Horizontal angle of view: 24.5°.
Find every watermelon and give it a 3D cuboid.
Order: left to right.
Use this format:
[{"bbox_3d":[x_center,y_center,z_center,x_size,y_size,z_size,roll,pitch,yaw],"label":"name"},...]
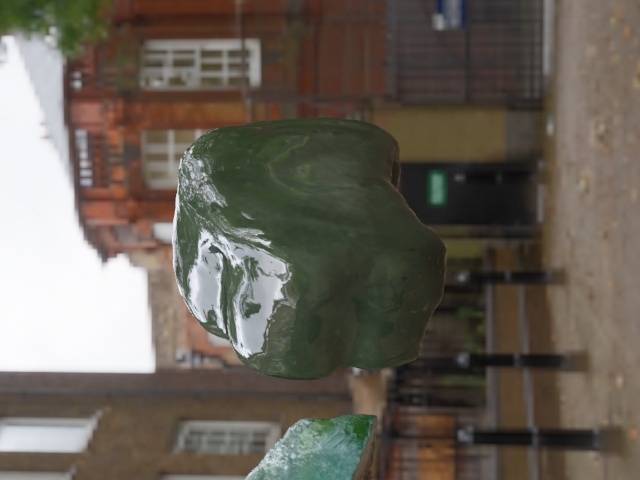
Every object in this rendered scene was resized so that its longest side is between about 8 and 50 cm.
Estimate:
[{"bbox_3d":[-0.010,0.238,1.106,0.241,0.094,0.154,87,-154,-47],"label":"watermelon"}]

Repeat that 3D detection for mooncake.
[{"bbox_3d":[0.000,0.000,0.828,0.175,0.168,0.104,-47,-37,-52],"label":"mooncake"}]
